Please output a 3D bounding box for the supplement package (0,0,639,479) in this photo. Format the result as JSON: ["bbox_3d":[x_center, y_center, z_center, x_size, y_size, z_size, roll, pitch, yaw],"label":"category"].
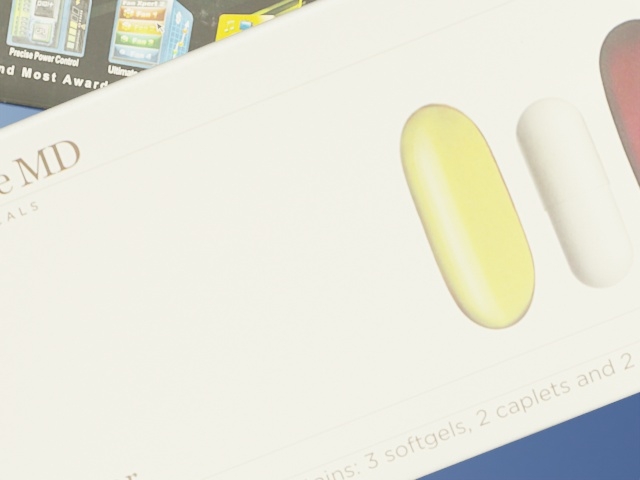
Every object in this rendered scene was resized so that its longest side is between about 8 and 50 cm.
[{"bbox_3d":[0.000,0.000,0.534,0.204,0.261,0.145,-73,141,-87],"label":"supplement package"}]

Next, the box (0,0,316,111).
[{"bbox_3d":[-0.040,-0.203,0.692,0.097,0.394,0.318,-154,-106,-80],"label":"box"}]
